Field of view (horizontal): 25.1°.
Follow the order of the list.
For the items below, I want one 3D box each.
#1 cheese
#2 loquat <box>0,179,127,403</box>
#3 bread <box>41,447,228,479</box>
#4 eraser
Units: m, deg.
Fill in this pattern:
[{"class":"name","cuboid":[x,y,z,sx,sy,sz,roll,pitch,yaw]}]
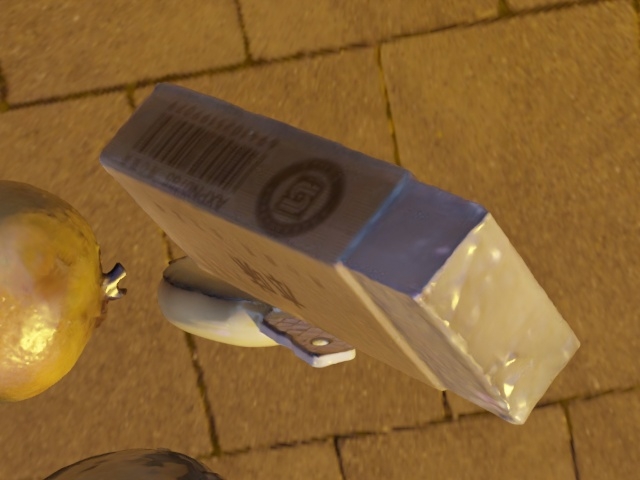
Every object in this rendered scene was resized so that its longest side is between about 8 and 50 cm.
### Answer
[{"class":"cheese","cuboid":[-0.040,0.058,1.138,0.127,0.251,0.054,-9,106,-22]},{"class":"loquat","cuboid":[-0.255,0.039,1.104,0.204,0.149,0.172,3,99,-23]},{"class":"bread","cuboid":[-0.072,0.210,0.523,0.171,0.314,0.192,-18,142,-1]},{"class":"eraser","cuboid":[0.000,0.000,0.923,0.078,0.343,0.144,-51,129,-13]}]
